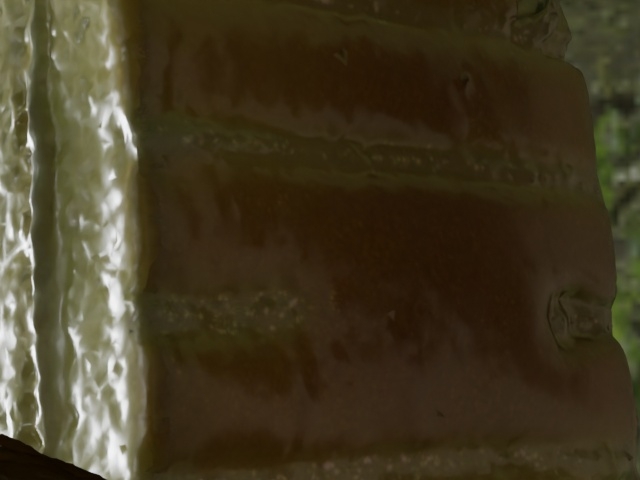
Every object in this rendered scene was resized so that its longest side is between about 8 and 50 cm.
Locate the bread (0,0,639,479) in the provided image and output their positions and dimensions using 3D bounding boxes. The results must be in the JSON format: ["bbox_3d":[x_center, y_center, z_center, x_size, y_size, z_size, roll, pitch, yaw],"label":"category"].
[{"bbox_3d":[0.000,0.000,0.688,0.246,0.111,0.239,5,-102,-42],"label":"bread"}]

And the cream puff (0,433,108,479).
[{"bbox_3d":[-0.126,0.139,0.430,0.241,0.155,0.269,33,-136,-21],"label":"cream puff"}]
